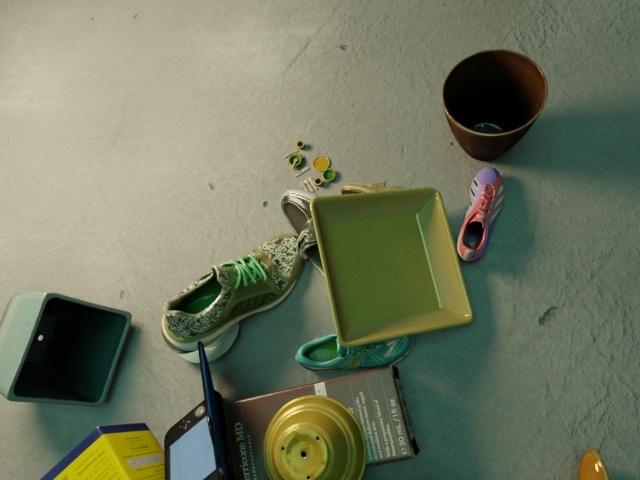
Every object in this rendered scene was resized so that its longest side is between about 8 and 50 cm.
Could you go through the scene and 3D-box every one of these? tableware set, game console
[{"bbox_3d":[-0.029,-0.208,1.358,0.104,0.024,0.154,-32,68,2],"label":"tableware set"},{"bbox_3d":[-0.285,0.411,1.067,0.250,0.173,0.293,-40,28,2],"label":"game console"}]

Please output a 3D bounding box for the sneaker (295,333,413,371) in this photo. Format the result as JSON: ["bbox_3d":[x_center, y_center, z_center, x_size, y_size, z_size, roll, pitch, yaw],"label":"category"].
[{"bbox_3d":[0.077,0.250,1.140,0.276,0.110,0.106,-15,70,8],"label":"sneaker"}]

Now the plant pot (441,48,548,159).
[{"bbox_3d":[0.394,-0.285,1.169,0.216,0.230,0.215,-4,72,12],"label":"plant pot"}]

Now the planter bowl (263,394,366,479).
[{"bbox_3d":[-0.023,0.416,0.977,0.218,0.090,0.216,-4,72,12],"label":"planter bowl"}]

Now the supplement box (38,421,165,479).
[{"bbox_3d":[-0.420,0.611,1.100,0.194,0.195,0.356,-42,68,-2],"label":"supplement box"}]

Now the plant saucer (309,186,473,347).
[{"bbox_3d":[0.151,0.055,1.135,0.333,0.081,0.332,-7,75,-19],"label":"plant saucer"}]

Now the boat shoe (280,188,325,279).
[{"bbox_3d":[0.000,0.000,1.213,0.119,0.121,0.335,-27,62,-40],"label":"boat shoe"}]

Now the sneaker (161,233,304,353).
[{"bbox_3d":[-0.200,0.104,1.187,0.410,0.182,0.158,-38,70,-21],"label":"sneaker"}]

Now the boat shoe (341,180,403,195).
[{"bbox_3d":[0.150,-0.120,1.272,0.190,0.068,0.072,16,65,8],"label":"boat shoe"}]

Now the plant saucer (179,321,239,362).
[{"bbox_3d":[-0.294,0.217,1.279,0.195,0.037,0.194,-4,71,12],"label":"plant saucer"}]

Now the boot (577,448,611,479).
[{"bbox_3d":[0.448,0.554,0.957,0.212,0.104,0.294,-2,76,13],"label":"boot"}]

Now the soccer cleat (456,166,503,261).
[{"bbox_3d":[0.380,-0.067,1.175,0.083,0.095,0.247,17,79,15],"label":"soccer cleat"}]

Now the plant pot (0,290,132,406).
[{"bbox_3d":[-0.688,0.261,1.261,0.253,0.248,0.246,4,73,33],"label":"plant pot"}]

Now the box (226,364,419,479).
[{"bbox_3d":[0.003,0.409,1.094,0.382,0.143,0.191,-17,70,10],"label":"box"}]
